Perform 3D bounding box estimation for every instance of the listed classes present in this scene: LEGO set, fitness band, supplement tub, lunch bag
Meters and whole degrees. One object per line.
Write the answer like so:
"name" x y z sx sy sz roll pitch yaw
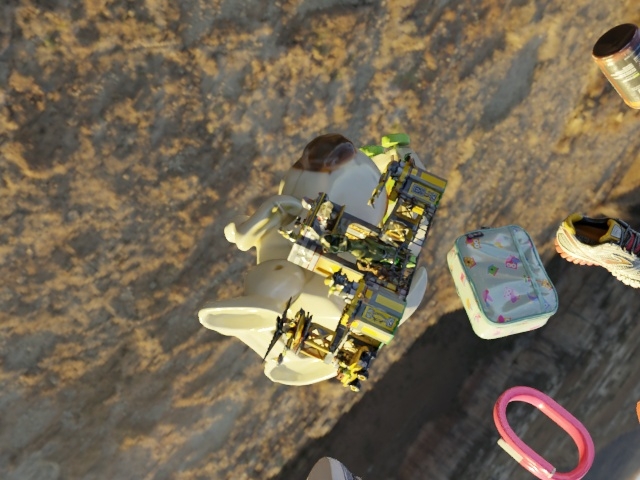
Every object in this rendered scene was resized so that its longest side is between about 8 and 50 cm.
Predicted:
"LEGO set" 0.026 0.022 1.110 0.255 0.192 0.331 115 -2 -62
"fitness band" 0.595 0.518 2.129 0.209 0.291 0.054 -38 160 -36
"supplement tub" 0.654 -0.346 1.641 0.198 0.106 0.106 42 81 -26
"lunch bag" 0.456 0.093 1.987 0.223 0.279 0.108 -11 153 -11

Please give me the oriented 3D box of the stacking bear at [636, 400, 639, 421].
"stacking bear" 0.877 0.395 1.729 0.288 0.164 0.175 -10 164 -7

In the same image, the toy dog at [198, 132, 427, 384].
"toy dog" 0.000 0.000 1.444 0.284 0.395 0.408 38 46 -35

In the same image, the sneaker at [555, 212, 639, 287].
"sneaker" 0.521 0.015 1.380 0.088 0.225 0.093 -63 157 -25

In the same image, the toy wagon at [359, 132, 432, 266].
"toy wagon" 0.128 -0.072 1.689 0.068 0.267 0.344 -1 175 -21

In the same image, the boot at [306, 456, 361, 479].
"boot" 0.036 0.294 0.784 0.069 0.086 0.190 -53 -165 18
